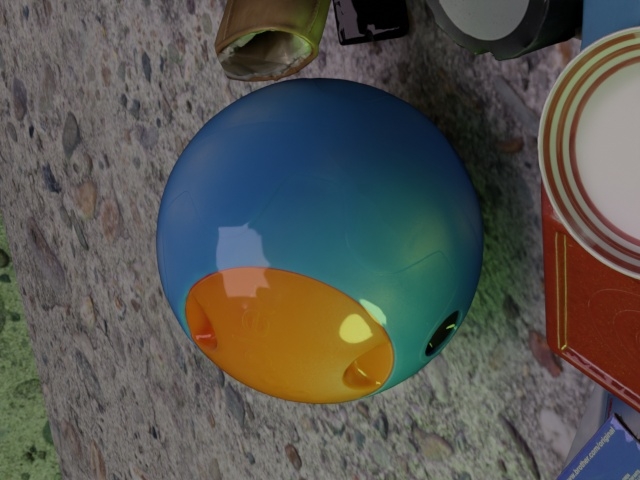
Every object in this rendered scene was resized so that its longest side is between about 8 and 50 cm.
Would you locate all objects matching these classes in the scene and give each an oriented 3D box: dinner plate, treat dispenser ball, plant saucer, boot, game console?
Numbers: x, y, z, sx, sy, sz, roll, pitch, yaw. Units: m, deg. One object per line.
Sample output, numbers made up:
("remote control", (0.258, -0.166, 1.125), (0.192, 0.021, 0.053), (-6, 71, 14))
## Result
("dinner plate", (0.183, -0.046, 0.691), (0.141, 0.017, 0.141), (12, 111, 34))
("treat dispenser ball", (0.000, 0.000, 1.141), (0.288, 0.288, 0.288), (34, 132, 49))
("plant saucer", (0.234, 0.069, 0.801), (0.259, 0.048, 0.258), (36, 164, 25))
("boot", (-0.048, -0.268, 1.162), (0.236, 0.089, 0.269), (-20, 52, 60))
("game console", (0.041, -0.252, 1.233), (0.107, 0.071, 0.122), (-3, 103, 30))

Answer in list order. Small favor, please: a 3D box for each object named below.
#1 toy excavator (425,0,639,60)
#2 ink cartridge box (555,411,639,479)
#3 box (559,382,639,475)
("toy excavator", (0.285, -0.130, 0.694), (0.445, 0.222, 0.433), (26, 127, 43))
("ink cartridge box", (0.293, 0.270, 0.919), (0.311, 0.065, 0.186), (44, 139, 18))
("box", (0.266, 0.210, 1.028), (0.159, 0.044, 0.233), (48, 141, 37))
